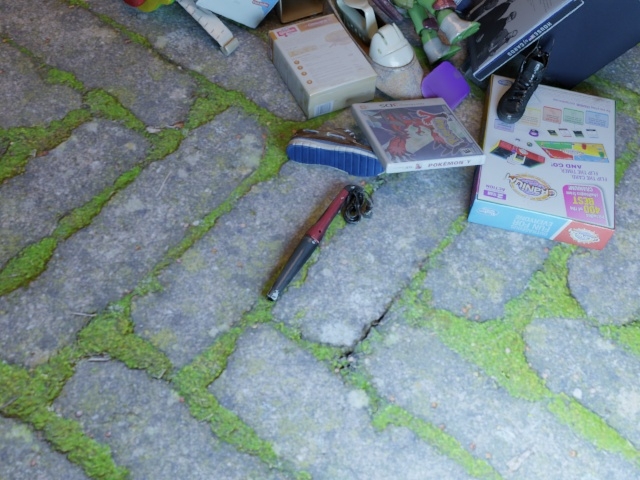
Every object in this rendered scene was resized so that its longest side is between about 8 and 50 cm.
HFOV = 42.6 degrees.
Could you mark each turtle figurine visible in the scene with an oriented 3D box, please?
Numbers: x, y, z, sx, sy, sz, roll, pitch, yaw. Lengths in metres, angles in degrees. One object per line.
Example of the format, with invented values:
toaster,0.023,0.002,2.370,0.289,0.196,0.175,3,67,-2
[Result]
turtle figurine,0.222,-0.502,1.621,0.274,0.198,0.266,-20,78,-57

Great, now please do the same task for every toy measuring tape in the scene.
toy measuring tape,-0.304,-0.475,1.638,0.330,0.121,0.121,43,59,-4

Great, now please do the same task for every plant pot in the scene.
plant pot,-0.055,-0.527,1.681,0.109,0.109,0.096,-21,47,-19

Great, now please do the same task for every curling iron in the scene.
curling iron,0.000,0.000,1.356,0.068,0.035,0.274,34,58,17

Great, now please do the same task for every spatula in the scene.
spatula,0.295,-0.353,1.628,0.084,0.030,0.296,48,55,-8

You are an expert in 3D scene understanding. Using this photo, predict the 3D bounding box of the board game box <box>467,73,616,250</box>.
board game box,0.404,-0.149,1.482,0.242,0.064,0.317,13,55,4

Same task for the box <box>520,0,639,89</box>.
box,0.525,-0.533,1.589,0.179,0.312,0.343,26,47,-33

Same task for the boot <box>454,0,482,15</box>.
boot,0.274,-0.532,1.745,0.086,0.069,0.190,20,32,-33

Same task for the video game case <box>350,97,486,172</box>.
video game case,0.170,-0.191,1.456,0.183,0.023,0.201,-7,41,-15

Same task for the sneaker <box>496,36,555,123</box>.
sneaker,0.373,-0.293,1.484,0.051,0.089,0.170,28,57,14

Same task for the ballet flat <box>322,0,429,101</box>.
ballet flat,0.102,-0.394,1.597,0.107,0.106,0.316,-31,64,-20

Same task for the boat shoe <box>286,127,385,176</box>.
boat shoe,0.035,-0.166,1.456,0.183,0.066,0.066,13,54,4

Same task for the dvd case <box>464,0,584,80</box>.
dvd case,0.374,-0.432,1.539,0.029,0.238,0.179,28,46,-31

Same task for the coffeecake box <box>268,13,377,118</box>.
coffeecake box,0.001,-0.336,1.569,0.142,0.068,0.185,-20,60,-17

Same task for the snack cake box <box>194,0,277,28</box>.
snack cake box,-0.203,-0.565,1.656,0.152,0.089,0.264,12,45,-45
